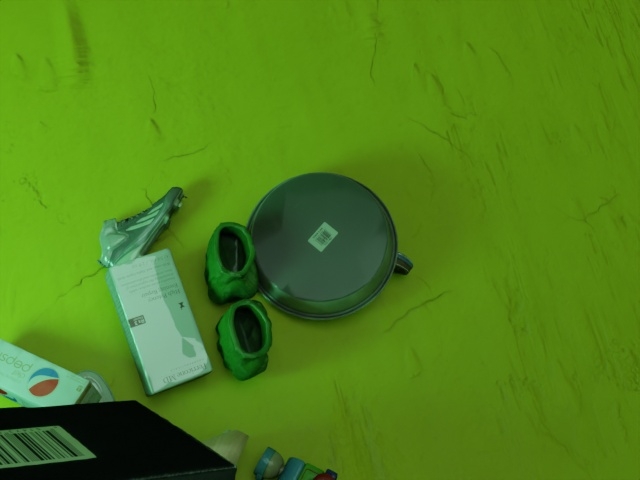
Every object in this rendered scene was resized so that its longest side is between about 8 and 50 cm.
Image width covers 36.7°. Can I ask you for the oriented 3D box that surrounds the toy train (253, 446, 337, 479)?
[{"bbox_3d":[-0.081,0.475,1.604,0.143,0.105,0.248,25,64,10],"label":"toy train"}]

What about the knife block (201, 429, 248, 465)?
[{"bbox_3d":[-0.216,0.468,1.579,0.275,0.088,0.242,-17,73,-19],"label":"knife block"}]

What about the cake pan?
[{"bbox_3d":[0.000,0.000,1.797,0.293,0.054,0.293,0,72,0],"label":"cake pan"}]

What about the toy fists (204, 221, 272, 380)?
[{"bbox_3d":[-0.147,0.108,1.720,0.096,0.142,0.279,-6,69,-22],"label":"toy fists"}]

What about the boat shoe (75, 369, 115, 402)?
[{"bbox_3d":[-0.373,0.320,1.614,0.083,0.076,0.226,-11,70,-17],"label":"boat shoe"}]

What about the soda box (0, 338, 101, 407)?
[{"bbox_3d":[-0.475,0.235,1.594,0.216,0.069,0.074,21,62,19],"label":"soda box"}]

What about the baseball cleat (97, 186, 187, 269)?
[{"bbox_3d":[-0.336,-0.033,1.775,0.109,0.072,0.206,29,64,1],"label":"baseball cleat"}]

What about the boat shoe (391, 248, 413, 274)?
[{"bbox_3d":[0.084,0.044,1.845,0.183,0.066,0.066,14,69,5],"label":"boat shoe"}]

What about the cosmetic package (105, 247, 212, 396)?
[{"bbox_3d":[-0.283,0.143,1.681,0.117,0.085,0.231,-20,83,-21],"label":"cosmetic package"}]

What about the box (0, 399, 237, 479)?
[{"bbox_3d":[-0.403,0.483,1.229,0.479,0.297,0.472,2,100,-40],"label":"box"}]
